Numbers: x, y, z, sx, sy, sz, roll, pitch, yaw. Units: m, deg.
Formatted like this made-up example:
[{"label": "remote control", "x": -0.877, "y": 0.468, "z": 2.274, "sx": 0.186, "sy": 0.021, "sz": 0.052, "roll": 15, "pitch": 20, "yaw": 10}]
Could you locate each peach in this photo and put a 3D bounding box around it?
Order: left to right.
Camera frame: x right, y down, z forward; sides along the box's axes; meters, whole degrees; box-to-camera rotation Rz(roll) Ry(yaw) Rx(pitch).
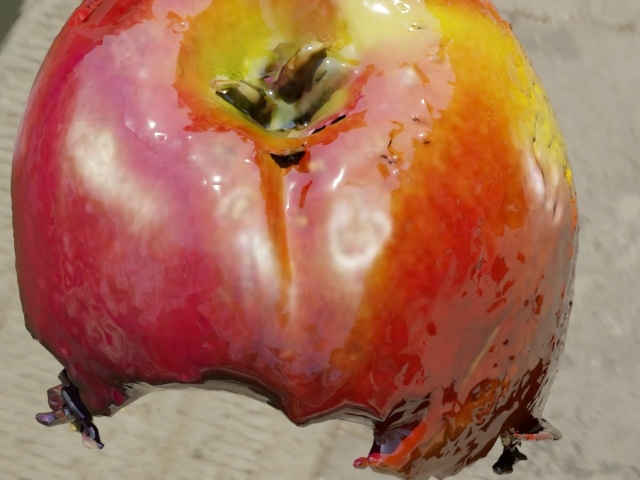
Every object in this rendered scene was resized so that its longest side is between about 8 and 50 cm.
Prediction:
[{"label": "peach", "x": 0.000, "y": 0.000, "z": 1.033, "sx": 0.339, "sy": 0.416, "sz": 0.353, "roll": 13, "pitch": 59, "yaw": 15}]
